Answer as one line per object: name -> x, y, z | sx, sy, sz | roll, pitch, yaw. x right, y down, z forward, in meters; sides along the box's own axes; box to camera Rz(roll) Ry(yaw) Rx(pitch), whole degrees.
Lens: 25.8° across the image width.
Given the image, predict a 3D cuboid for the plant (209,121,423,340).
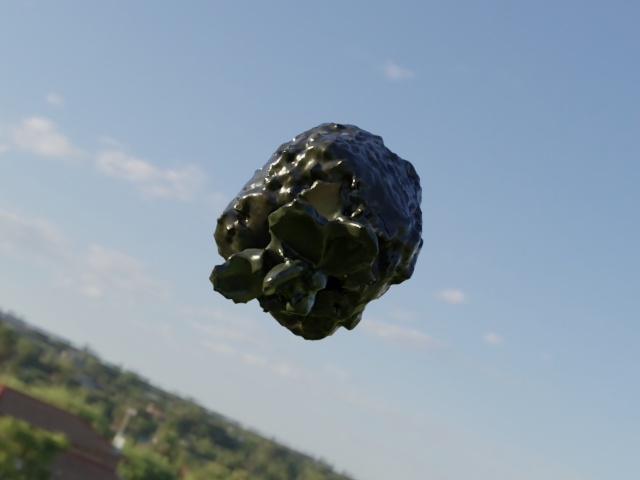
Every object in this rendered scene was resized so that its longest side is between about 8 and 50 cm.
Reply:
plant -> 0.000, 0.000, 1.619 | 0.213, 0.215, 0.312 | 45, 21, -12
